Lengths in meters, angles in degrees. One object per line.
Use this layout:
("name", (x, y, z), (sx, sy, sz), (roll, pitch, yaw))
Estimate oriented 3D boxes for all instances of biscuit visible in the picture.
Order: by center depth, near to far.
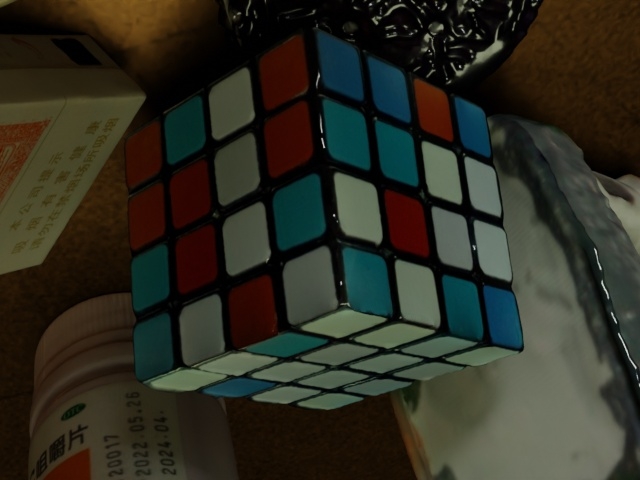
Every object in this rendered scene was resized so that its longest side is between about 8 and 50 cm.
("biscuit", (0.035, -0.148, 0.596), (0.194, 0.053, 0.195), (-7, 127, -10))

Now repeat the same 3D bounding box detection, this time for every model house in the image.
("model house", (0.199, 0.077, 0.700), (0.300, 0.271, 0.190), (10, 140, -40))

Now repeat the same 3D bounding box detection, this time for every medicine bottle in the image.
("medicine bottle", (-0.115, 0.156, 0.661), (0.133, 0.250, 0.133), (-6, 128, -8))

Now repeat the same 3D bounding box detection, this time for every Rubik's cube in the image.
("Rubik's cube", (0.000, 0.000, 0.586), (0.155, 0.151, 0.154), (-25, 153, 38))

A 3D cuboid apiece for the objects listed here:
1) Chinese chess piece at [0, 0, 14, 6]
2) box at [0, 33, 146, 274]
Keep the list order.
("Chinese chess piece", (-0.194, -0.219, 0.452), (0.257, 0.104, 0.257), (-8, 128, -10))
("box", (-0.195, -0.037, 0.542), (0.141, 0.058, 0.201), (-52, 165, 23))
